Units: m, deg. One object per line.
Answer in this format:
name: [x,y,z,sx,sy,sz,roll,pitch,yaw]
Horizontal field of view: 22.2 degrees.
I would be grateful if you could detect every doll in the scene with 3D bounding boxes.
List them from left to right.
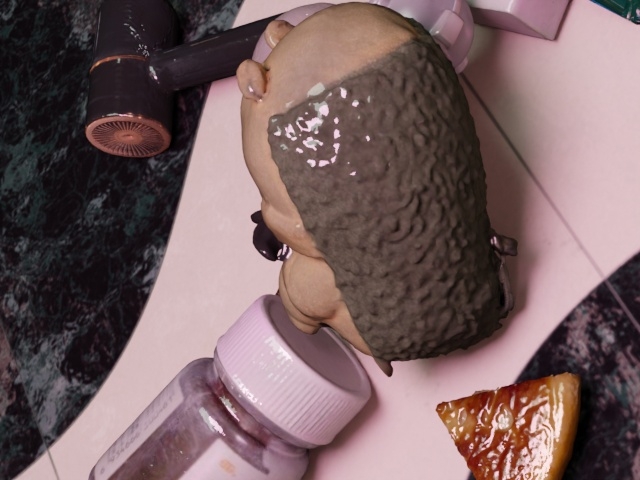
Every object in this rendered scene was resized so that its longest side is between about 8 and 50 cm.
doll: [0.044,-0.040,1.514,0.247,0.350,0.247,-23,21,9]
doll: [0.049,-0.194,1.666,0.287,0.151,0.151,-14,62,51]

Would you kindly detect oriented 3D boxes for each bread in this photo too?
bread: [0.188,0.170,1.480,0.136,0.054,0.154,-48,54,16]

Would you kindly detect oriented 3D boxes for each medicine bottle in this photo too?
medicine bottle: [-0.092,0.199,1.633,0.273,0.165,0.165,-46,49,15]

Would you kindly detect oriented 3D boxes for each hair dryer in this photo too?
hair dryer: [-0.117,-0.229,1.898,0.352,0.107,0.189,-13,62,28]

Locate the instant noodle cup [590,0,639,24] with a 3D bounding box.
instant noodle cup: [0.303,-0.333,1.491,0.240,0.240,0.178,15,72,43]

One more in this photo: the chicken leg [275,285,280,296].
chicken leg: [0.000,0.000,1.707,0.105,0.063,0.234,-3,71,45]

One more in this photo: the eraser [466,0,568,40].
eraser: [0.224,-0.353,1.652,0.130,0.086,0.287,20,85,45]
